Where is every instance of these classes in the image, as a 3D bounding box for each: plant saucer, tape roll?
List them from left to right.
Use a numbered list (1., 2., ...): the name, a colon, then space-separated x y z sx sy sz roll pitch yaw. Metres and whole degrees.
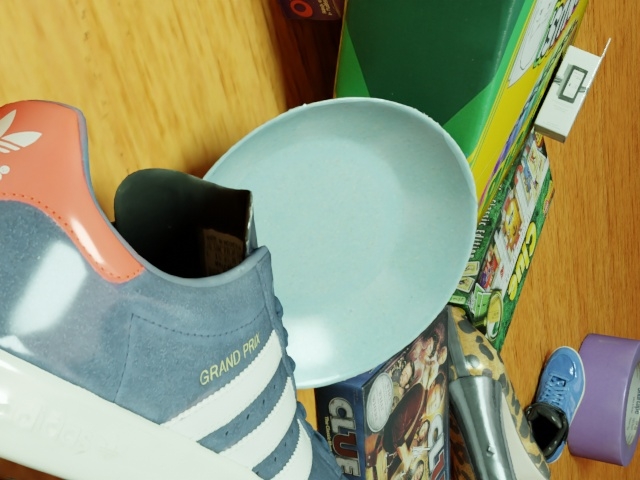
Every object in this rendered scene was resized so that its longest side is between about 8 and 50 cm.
1. plant saucer: 0.000 0.000 0.598 0.194 0.037 0.195 -11 122 -18
2. tape roll: 0.433 0.238 1.507 0.189 0.080 0.189 -20 112 -60

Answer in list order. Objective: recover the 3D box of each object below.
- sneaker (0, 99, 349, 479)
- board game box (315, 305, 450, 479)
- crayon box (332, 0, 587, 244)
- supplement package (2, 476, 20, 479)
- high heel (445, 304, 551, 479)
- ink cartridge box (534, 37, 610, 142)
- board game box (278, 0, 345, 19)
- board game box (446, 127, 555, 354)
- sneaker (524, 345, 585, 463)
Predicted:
1. sneaker: -0.054 0.057 0.486 0.350 0.131 0.148 46 61 -56
2. board game box: 0.059 0.190 0.826 0.165 0.042 0.243 -35 126 -55
3. crayon box: 0.129 -0.186 0.712 0.363 0.106 0.313 -54 159 -42
4. supplement package: -0.121 0.236 0.329 0.262 0.198 0.199 -21 114 -59
5. high heel: 0.160 0.162 0.994 0.261 0.093 0.186 45 30 -76
6. ink cartridge box: 0.199 -0.123 0.798 0.083 0.028 0.048 -66 169 3
7. board game box: 0.023 -0.336 0.636 0.208 0.056 0.347 57 47 -45
8. board game box: 0.194 0.000 1.055 0.260 0.030 0.136 -65 150 -30
9. sneaker: 0.293 0.203 1.255 0.084 0.058 0.152 39 68 -68
